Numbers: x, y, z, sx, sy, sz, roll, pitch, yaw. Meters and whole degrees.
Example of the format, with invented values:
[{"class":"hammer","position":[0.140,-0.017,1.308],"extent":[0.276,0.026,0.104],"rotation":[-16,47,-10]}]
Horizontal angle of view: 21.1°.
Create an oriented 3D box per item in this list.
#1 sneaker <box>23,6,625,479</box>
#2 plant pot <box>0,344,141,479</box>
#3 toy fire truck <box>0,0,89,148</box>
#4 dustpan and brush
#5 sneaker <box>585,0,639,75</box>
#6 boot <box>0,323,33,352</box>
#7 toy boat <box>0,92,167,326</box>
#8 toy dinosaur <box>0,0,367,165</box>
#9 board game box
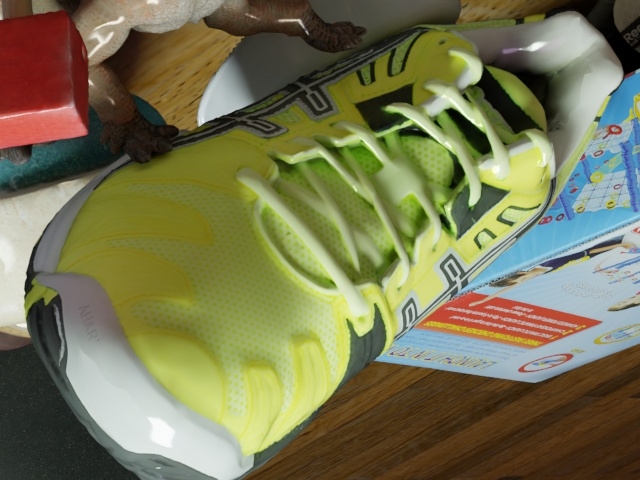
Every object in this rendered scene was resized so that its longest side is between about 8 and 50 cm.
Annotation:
[{"class":"sneaker","position":[0.013,-0.026,0.756],"extent":[0.147,0.145,0.385],"rotation":[-39,-179,34]},{"class":"plant pot","position":[-0.193,0.166,1.336],"extent":[0.167,0.188,0.187],"rotation":[1,153,-18]},{"class":"toy fire truck","position":[-0.120,-0.142,0.591],"extent":[0.047,0.192,0.135],"rotation":[-8,154,4]},{"class":"dustpan and brush","position":[0.033,-0.129,0.846],"extent":[0.147,0.060,0.211],"rotation":[-22,174,-40]},{"class":"sneaker","position":[0.256,-0.148,1.075],"extent":[0.118,0.110,0.292],"rotation":[15,140,-43]},{"class":"boot","position":[-0.253,0.050,1.146],"extent":[0.248,0.090,0.207],"rotation":[-12,169,-26]},{"class":"toy boat","position":[-0.224,-0.025,0.852],"extent":[0.318,0.148,0.267],"rotation":[-14,-172,-12]},{"class":"toy dinosaur","position":[-0.102,-0.146,0.702],"extent":[0.296,0.200,0.127],"rotation":[-1,-149,21]},{"class":"board game box","position":[0.191,-0.003,1.133],"extent":[0.302,0.086,0.308],"rotation":[-24,160,28]}]
